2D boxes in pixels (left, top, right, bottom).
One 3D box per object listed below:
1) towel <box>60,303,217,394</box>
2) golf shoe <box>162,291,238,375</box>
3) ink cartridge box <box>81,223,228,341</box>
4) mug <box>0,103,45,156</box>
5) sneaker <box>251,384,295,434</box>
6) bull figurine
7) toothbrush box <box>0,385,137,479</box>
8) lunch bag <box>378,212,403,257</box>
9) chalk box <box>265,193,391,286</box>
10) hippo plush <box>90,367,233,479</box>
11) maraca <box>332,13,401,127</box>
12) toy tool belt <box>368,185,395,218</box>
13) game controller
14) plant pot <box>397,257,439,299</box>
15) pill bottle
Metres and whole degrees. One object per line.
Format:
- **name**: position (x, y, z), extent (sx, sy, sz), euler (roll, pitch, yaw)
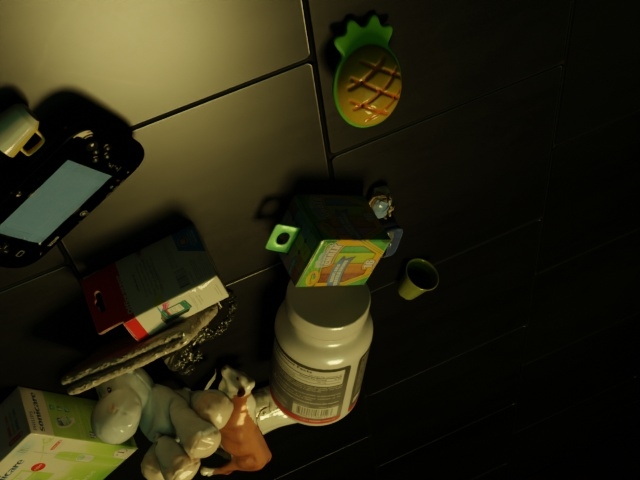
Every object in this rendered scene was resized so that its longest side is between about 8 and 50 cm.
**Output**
- **towel**: position (-0.339, 0.203, 1.784), extent (0.282, 0.049, 0.187), euler (-24, -172, 15)
- **golf shoe**: position (-0.253, 0.173, 1.916), extent (0.198, 0.094, 0.077), euler (-50, 134, -12)
- **ink cartridge box**: position (-0.300, 0.086, 1.707), extent (0.231, 0.134, 0.078), euler (-26, 145, -3)
- **mug**: position (-0.439, -0.163, 1.367), extent (0.064, 0.062, 0.078), euler (-41, 171, 2)
- **sneaker**: position (-0.105, 0.390, 2.257), extent (0.290, 0.106, 0.123), euler (-33, 148, 8)
- **bull figurine**: position (-0.213, 0.422, 2.162), extent (0.188, 0.101, 0.310), euler (-10, 124, 9)
- **toothbrush box**: position (-0.564, 0.430, 1.975), extent (0.206, 0.122, 0.283), euler (-42, 142, 18)
- **lunch bag**: position (0.124, -0.005, 1.951), extent (0.067, 0.065, 0.098), euler (-12, 142, -23)
- **chalk box**: position (0.000, 0.000, 1.810), extent (0.213, 0.132, 0.132), euler (-2, 137, -34)
- **hippo plush**: position (-0.332, 0.331, 1.925), extent (0.236, 0.294, 0.234), euler (37, 132, -24)
- **maraca**: position (0.075, -0.275, 1.550), extent (0.127, 0.099, 0.185), euler (-19, 119, -23)
- **toy tool belt**: position (0.121, -0.066, 1.882), extent (0.052, 0.051, 0.083), euler (-14, 143, -20)
- **game controller**: position (-0.423, -0.067, 1.485), extent (0.319, 0.067, 0.166), euler (-40, 144, 16)
- **plant pot**: position (0.213, 0.095, 2.140), extent (0.083, 0.083, 0.079), euler (-6, 152, -29)
- **pill bottle**: position (0.002, 0.223, 2.030), extent (0.210, 0.210, 0.363), euler (-15, 143, -19)
